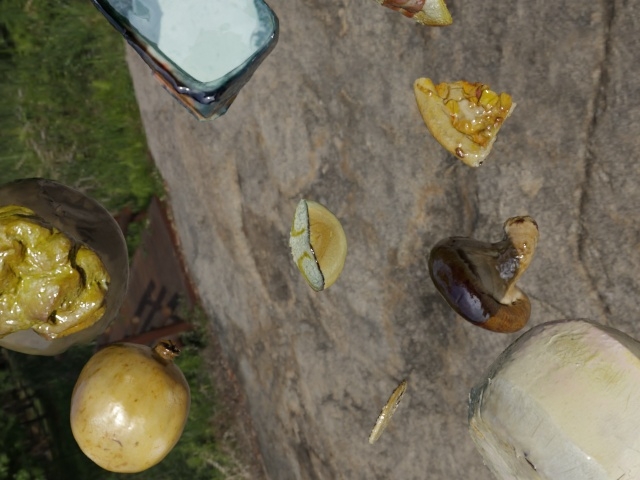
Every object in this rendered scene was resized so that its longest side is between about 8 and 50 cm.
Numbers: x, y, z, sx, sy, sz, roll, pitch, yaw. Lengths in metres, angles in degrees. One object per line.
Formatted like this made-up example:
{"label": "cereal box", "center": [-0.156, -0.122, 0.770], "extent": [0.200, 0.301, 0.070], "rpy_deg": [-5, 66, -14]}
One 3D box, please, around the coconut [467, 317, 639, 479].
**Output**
{"label": "coconut", "center": [0.305, 0.202, 0.801], "extent": [0.227, 0.230, 0.227], "rpy_deg": [48, 162, 22]}

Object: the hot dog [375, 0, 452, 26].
{"label": "hot dog", "center": [0.211, -0.610, 1.641], "extent": [0.123, 0.261, 0.093], "rpy_deg": [-152, 81, -72]}

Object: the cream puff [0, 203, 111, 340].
{"label": "cream puff", "center": [-0.450, 0.052, 1.035], "extent": [0.244, 0.196, 0.244], "rpy_deg": [35, 144, 30]}

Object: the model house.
{"label": "model house", "center": [-0.194, -0.302, 1.013], "extent": [0.253, 0.184, 0.291], "rpy_deg": [44, 172, 1]}

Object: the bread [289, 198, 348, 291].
{"label": "bread", "center": [0.000, 0.000, 1.163], "extent": [0.157, 0.094, 0.083], "rpy_deg": [65, 156, -2]}

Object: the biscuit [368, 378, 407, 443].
{"label": "biscuit", "center": [0.205, 0.516, 2.017], "extent": [0.033, 0.220, 0.220], "rpy_deg": [29, 133, 17]}

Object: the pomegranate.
{"label": "pomegranate", "center": [-0.427, 0.377, 1.502], "extent": [0.307, 0.307, 0.308], "rpy_deg": [35, 131, 53]}

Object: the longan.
{"label": "longan", "center": [-0.663, 0.051, 1.598], "extent": [0.436, 0.403, 0.404], "rpy_deg": [65, 151, 9]}

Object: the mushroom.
{"label": "mushroom", "center": [0.377, 0.082, 1.547], "extent": [0.267, 0.267, 0.255], "rpy_deg": [51, 149, 41]}

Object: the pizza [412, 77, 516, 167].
{"label": "pizza", "center": [0.254, -0.212, 1.123], "extent": [0.062, 0.161, 0.182], "rpy_deg": [86, 168, -66]}
